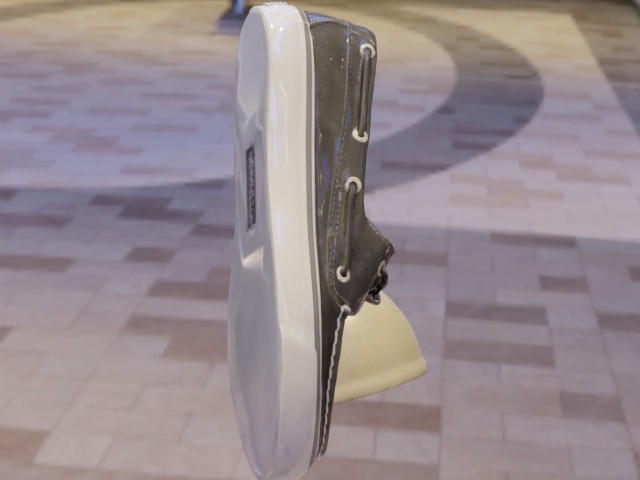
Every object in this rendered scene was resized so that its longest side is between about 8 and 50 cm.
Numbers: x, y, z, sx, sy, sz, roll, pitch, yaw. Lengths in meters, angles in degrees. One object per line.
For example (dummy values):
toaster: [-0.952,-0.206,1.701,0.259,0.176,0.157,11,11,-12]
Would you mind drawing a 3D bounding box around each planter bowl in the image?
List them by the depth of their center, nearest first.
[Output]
planter bowl: [0.013,0.092,1.195,0.162,0.109,0.162,-14,1,0]

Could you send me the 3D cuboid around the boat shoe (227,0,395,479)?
boat shoe: [0.000,0.000,0.596,0.076,0.228,0.080,2,-11,-21]
